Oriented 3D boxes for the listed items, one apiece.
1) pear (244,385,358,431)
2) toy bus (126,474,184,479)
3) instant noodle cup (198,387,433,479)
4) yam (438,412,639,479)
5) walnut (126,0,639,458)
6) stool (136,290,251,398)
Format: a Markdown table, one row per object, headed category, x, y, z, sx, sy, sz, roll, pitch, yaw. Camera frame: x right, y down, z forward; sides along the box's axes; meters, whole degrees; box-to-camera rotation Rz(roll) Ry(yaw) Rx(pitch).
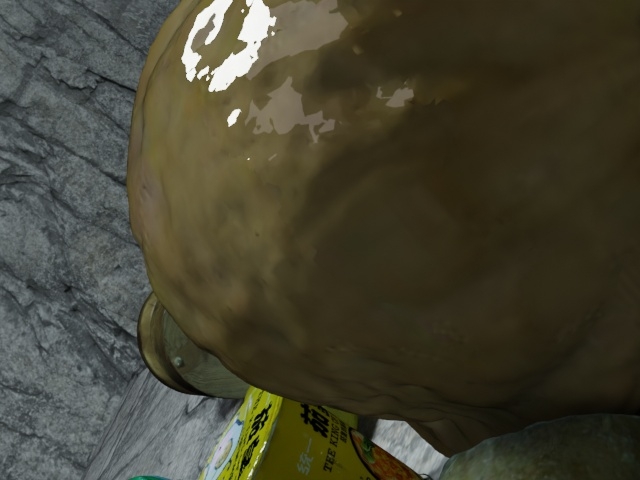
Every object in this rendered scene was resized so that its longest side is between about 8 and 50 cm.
| category | x | y | z | sx | sy | sz | roll | pitch | yaw |
| --- | --- | --- | --- | --- | --- | --- | --- | --- | --- |
| pear | -0.018 | 0.165 | 1.222 | 0.107 | 0.107 | 0.131 | 140 | 130 | -62 |
| toy bus | -0.191 | 0.352 | 1.333 | 0.199 | 0.184 | 0.343 | -58 | 10 | -26 |
| instant noodle cup | -0.011 | 0.206 | 0.983 | 0.182 | 0.144 | 0.182 | -58 | 10 | 17 |
| yam | 0.086 | 0.212 | 0.549 | 0.133 | 0.133 | 0.330 | -48 | 17 | 48 |
| walnut | 0.080 | -0.049 | 0.715 | 0.381 | 0.381 | 0.381 | -56 | 10 | 16 |
| stool | -0.139 | 0.118 | 1.752 | 0.179 | 0.179 | 0.264 | -61 | 10 | -11 |
